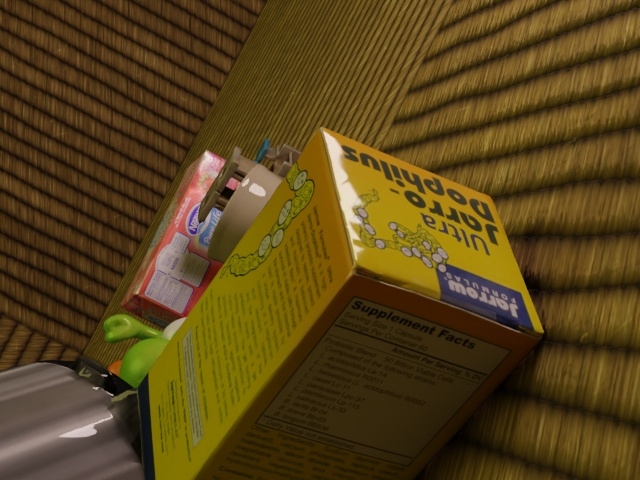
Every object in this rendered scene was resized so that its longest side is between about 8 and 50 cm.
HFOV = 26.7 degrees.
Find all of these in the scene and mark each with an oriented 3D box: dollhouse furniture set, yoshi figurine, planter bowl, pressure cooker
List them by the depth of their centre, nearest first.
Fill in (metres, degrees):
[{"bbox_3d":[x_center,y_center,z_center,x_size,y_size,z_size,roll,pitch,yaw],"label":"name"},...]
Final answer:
[{"bbox_3d":[-0.367,0.334,1.661,0.420,0.370,0.375,-14,-70,-56],"label":"pressure cooker"},{"bbox_3d":[-0.243,0.208,1.986,0.362,0.204,0.203,-45,22,59],"label":"yoshi figurine"},{"bbox_3d":[-0.082,-0.019,2.012,0.162,0.109,0.162,-60,-7,-12],"label":"planter bowl"},{"bbox_3d":[-0.118,-0.092,2.297,0.129,0.129,0.183,-56,16,23],"label":"dollhouse furniture set"}]

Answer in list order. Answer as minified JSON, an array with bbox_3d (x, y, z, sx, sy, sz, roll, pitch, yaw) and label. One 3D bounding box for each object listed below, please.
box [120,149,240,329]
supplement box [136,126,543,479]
[{"bbox_3d":[-0.219,0.012,2.410,0.300,0.154,0.142,-67,15,-20],"label":"box"},{"bbox_3d":[0.002,0.111,1.224,0.356,0.194,0.195,-53,31,30],"label":"supplement box"}]
